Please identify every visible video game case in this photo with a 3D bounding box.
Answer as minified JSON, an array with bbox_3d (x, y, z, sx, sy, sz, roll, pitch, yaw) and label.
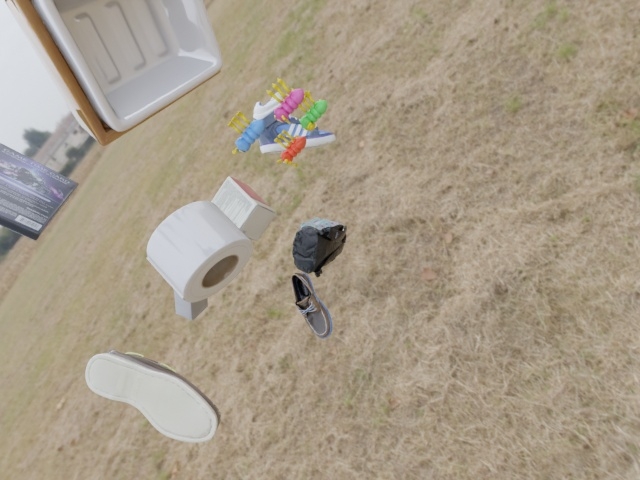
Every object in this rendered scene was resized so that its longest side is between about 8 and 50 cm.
[{"bbox_3d":[-0.692,-0.119,0.971,0.026,0.196,0.274,-50,27,17],"label":"video game case"}]

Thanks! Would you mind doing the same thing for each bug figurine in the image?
[{"bbox_3d":[-0.087,-0.277,1.050,0.216,0.279,0.072,-47,71,21],"label":"bug figurine"}]

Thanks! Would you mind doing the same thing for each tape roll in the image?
[{"bbox_3d":[-0.335,0.032,1.209,0.169,0.246,0.246,43,96,15],"label":"tape roll"}]

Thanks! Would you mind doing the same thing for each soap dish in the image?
[{"bbox_3d":[-0.305,-0.322,0.674,0.118,0.228,0.290,10,45,30],"label":"soap dish"}]

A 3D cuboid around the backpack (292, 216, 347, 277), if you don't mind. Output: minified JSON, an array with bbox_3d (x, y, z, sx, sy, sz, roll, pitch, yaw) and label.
[{"bbox_3d":[0.000,0.000,1.211,0.182,0.115,0.151,-30,-40,-55],"label":"backpack"}]

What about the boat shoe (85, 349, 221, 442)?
[{"bbox_3d":[-0.348,0.327,0.927,0.325,0.097,0.116,18,89,15],"label":"boat shoe"}]

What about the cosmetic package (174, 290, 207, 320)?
[{"bbox_3d":[-0.590,0.233,1.948,0.107,0.237,0.127,17,36,18],"label":"cosmetic package"}]

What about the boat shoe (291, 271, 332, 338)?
[{"bbox_3d":[-0.032,0.164,1.082,0.066,0.066,0.183,-35,67,13],"label":"boat shoe"}]

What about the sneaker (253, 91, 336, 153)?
[{"bbox_3d":[-0.107,-0.481,1.708,0.323,0.236,0.130,-11,6,-13],"label":"sneaker"}]

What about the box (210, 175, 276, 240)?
[{"bbox_3d":[-0.316,-0.130,1.740,0.232,0.127,0.148,44,102,34],"label":"box"}]
